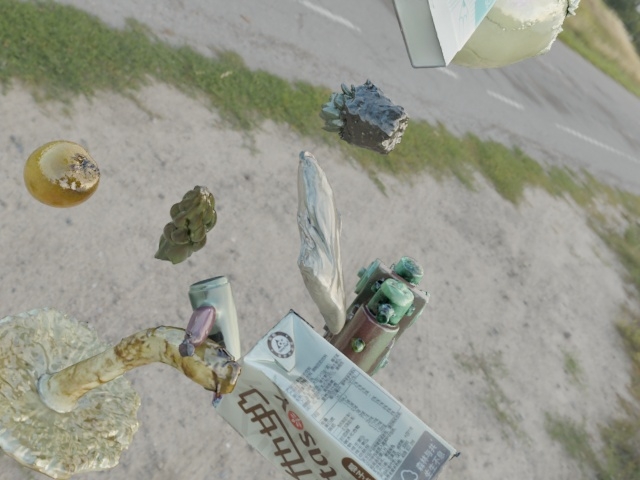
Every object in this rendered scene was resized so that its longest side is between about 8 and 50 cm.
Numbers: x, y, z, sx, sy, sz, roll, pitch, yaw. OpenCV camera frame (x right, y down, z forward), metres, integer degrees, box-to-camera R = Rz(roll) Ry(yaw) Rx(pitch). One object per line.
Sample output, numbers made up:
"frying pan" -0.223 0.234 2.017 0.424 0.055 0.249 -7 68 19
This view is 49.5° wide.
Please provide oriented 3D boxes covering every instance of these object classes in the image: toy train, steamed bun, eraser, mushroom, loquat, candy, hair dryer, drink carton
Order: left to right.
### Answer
"loquat" -0.512 -0.130 1.376 0.141 0.141 0.141 35 29 -23
"mushroom" -0.264 0.155 0.874 0.233 0.301 0.208 63 -7 11
"hair dryer" -0.135 0.104 0.800 0.154 0.054 0.106 -33 112 -79
"candy" -0.252 0.387 1.774 0.045 0.043 0.175 36 27 -21
"drink carton" 0.014 0.288 1.042 0.324 0.194 0.132 40 48 10
"toy train" 0.086 0.170 1.301 0.150 0.304 0.221 34 20 4
"eraser" 0.163 -0.302 0.818 0.225 0.052 0.095 -53 135 -33
"steamed bun" 0.344 -0.495 1.344 0.233 0.312 0.334 -140 -148 -62

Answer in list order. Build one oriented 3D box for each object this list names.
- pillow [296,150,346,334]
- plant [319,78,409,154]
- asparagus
"pillow" 0.000 0.000 1.159 0.173 0.067 0.270 65 18 -49
"plant" 0.097 -0.287 1.594 0.194 0.132 0.129 28 56 13
"asparagus" -0.215 -0.018 1.128 0.080 0.287 0.080 9 63 -17
